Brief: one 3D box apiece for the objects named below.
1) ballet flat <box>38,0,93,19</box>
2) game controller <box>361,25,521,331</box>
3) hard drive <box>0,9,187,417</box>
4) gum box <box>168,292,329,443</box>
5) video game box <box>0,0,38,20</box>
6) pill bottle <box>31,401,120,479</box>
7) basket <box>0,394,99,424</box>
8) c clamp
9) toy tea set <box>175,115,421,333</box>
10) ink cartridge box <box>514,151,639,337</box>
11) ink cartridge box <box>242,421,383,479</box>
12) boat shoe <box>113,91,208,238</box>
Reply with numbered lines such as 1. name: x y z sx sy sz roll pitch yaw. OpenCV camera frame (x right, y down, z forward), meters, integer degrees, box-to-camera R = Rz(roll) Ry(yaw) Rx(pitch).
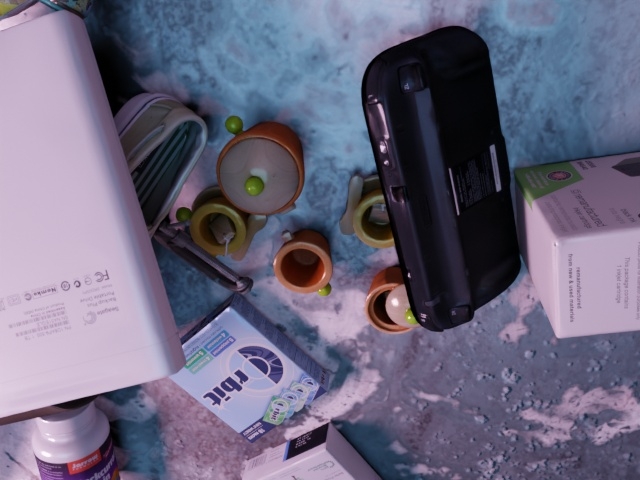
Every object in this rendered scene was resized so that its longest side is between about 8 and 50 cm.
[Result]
1. ballet flat: -0.305 -0.278 0.588 0.189 0.070 0.070 24 117 -8
2. game controller: 0.140 -0.059 0.657 0.067 0.167 0.318 11 125 47
3. hard drive: -0.293 -0.014 0.602 0.233 0.047 0.352 -15 94 9
4. gum box: -0.107 0.183 0.855 0.157 0.041 0.184 -40 106 22
5. video game box: -0.302 -0.355 0.601 0.187 0.048 0.205 -21 113 14
6. pill bottle: -0.366 0.316 0.911 0.108 0.108 0.193 2 117 5
7. basket: -0.389 0.152 0.772 0.227 0.154 0.204 -11 126 29
8. c clamp: -0.139 0.026 0.735 0.137 0.022 0.161 4 149 49
9. toy tea set: 0.000 0.000 0.704 0.336 0.124 0.199 24 117 -6
10. ink cartridge box: 0.356 -0.011 0.619 0.273 0.198 0.114 -8 114 9
11. ink cartridge box: 0.043 0.440 0.957 0.166 0.065 0.332 -31 108 19
12. boat shoe: -0.229 -0.025 0.659 0.109 0.094 0.302 29 88 -44
